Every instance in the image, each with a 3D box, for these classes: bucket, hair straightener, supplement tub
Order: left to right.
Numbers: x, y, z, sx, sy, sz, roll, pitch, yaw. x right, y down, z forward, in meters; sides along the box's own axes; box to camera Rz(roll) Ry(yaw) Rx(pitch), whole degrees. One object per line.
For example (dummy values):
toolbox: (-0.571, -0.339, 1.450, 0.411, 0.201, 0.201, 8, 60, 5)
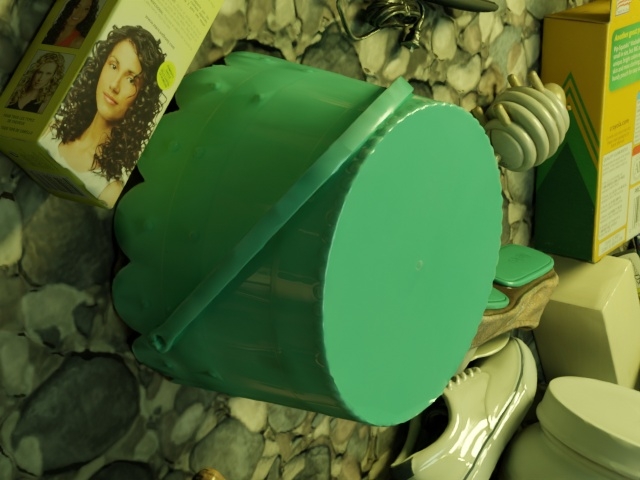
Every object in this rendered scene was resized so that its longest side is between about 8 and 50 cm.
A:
bucket: (0.000, 0.000, 0.986, 0.281, 0.183, 0.281, -23, 119, -50)
hair straightener: (0.089, -0.210, 1.166, 0.230, 0.047, 0.089, -14, 112, -53)
supplement tub: (0.276, 0.332, 1.348, 0.241, 0.241, 0.331, 0, 111, -55)

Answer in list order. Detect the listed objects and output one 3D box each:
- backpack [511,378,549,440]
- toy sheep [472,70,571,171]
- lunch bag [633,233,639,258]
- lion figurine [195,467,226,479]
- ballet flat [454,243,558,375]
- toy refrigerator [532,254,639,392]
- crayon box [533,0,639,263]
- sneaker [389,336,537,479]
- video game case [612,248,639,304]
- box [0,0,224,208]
backpack: (0.290, 0.259, 1.552, 0.182, 0.115, 0.152, 40, 66, -54)
toy sheep: (0.204, -0.115, 1.336, 0.132, 0.091, 0.091, -42, 134, -22)
lunch bag: (0.512, 0.152, 1.754, 0.221, 0.138, 0.293, -104, -176, -50)
lion figurine: (-0.045, 0.259, 0.956, 0.392, 0.240, 0.142, -5, 105, -55)
ballet flat: (0.147, 0.076, 1.303, 0.316, 0.107, 0.106, -7, 120, -54)
toy refrigerator: (0.332, 0.133, 1.583, 0.094, 0.102, 0.269, -53, 139, -31)
crayon box: (0.330, -0.159, 1.500, 0.203, 0.083, 0.323, -24, 121, -50)
sneaker: (0.149, 0.172, 1.343, 0.091, 0.094, 0.258, 49, 40, -14)
video game case: (0.442, 0.188, 1.686, 0.248, 0.035, 0.275, -102, 175, -52)
box: (-0.127, -0.142, 0.868, 0.087, 0.058, 0.232, 47, 62, -51)
